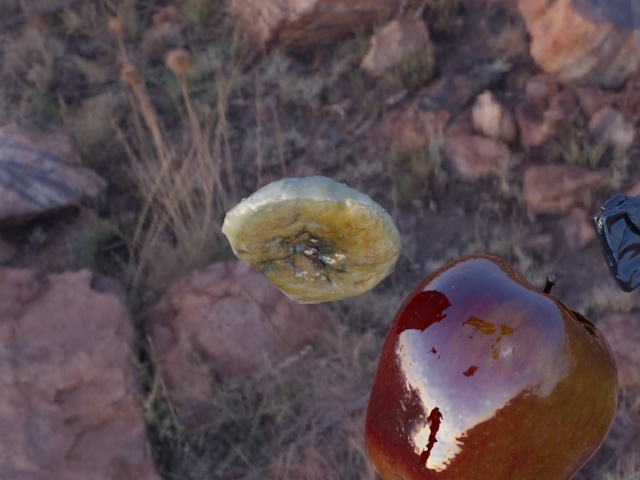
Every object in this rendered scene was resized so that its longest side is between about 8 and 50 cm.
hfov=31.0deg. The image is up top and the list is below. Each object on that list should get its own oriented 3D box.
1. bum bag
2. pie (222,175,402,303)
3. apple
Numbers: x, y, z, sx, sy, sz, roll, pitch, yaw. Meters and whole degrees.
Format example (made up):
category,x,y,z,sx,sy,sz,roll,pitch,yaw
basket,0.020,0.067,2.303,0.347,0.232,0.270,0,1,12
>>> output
category,x,y,z,sx,sy,sz,roll,pitch,yaw
bum bag,0.463,-0.028,1.576,0.248,0.123,0.060,-31,14,-29
pie,0.000,-0.003,1.326,0.185,0.218,0.052,-27,42,29
apple,0.202,0.178,1.372,0.288,0.288,0.317,33,99,41
